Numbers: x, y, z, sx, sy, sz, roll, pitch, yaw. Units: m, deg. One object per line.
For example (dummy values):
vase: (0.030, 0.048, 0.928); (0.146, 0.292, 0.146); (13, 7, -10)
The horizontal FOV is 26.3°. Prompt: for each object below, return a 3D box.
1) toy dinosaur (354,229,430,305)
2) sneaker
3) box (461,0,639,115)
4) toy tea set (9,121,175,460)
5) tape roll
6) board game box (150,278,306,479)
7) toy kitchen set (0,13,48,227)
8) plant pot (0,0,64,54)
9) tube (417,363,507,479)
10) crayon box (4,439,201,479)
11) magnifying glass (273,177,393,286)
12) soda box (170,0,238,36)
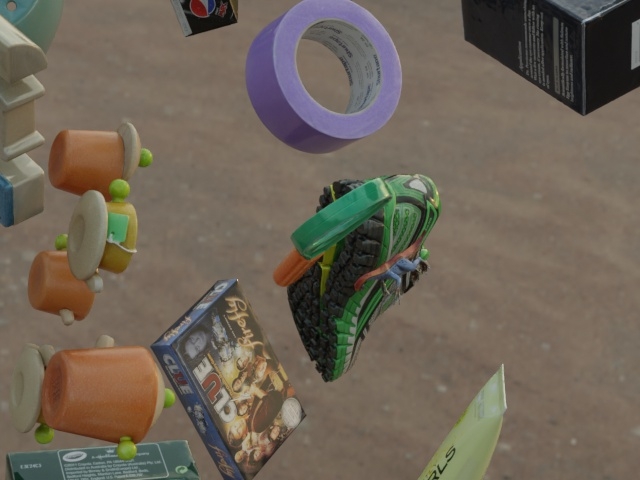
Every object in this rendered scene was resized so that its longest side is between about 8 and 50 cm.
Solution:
toy dinosaur: (0.075, 0.033, 1.513); (0.082, 0.090, 0.047); (6, -17, -26)
sneaker: (0.059, 0.053, 1.656); (0.146, 0.343, 0.134); (-12, 57, -26)
box: (0.220, -0.199, 1.109); (0.156, 0.093, 0.158); (-27, 44, -20)
toy tea set: (-0.206, 0.050, 1.351); (0.124, 0.336, 0.200); (9, 1, -29)
tape roll: (0.005, -0.211, 1.749); (0.189, 0.189, 0.080); (-6, -7, -32)
board game box: (-0.125, 0.200, 1.933); (0.042, 0.243, 0.165); (-7, 28, 41)
toy kitchen set: (-0.336, -0.099, 1.162); (0.166, 0.207, 0.122); (-30, 58, -35)
plant pot: (-0.413, -0.284, 1.499); (0.293, 0.293, 0.235); (-2, -3, -24)
tube: (0.105, 0.222, 1.189); (0.062, 0.240, 0.070); (9, 26, -41)
crayon box: (-0.257, 0.383, 1.556); (0.203, 0.323, 0.083); (-1, 29, -20)
magnifying glass: (0.000, 0.000, 1.206); (0.092, 0.026, 0.231); (-30, -5, -23)
soda box: (-0.110, -0.262, 1.294); (0.053, 0.060, 0.169); (-15, 36, 8)
